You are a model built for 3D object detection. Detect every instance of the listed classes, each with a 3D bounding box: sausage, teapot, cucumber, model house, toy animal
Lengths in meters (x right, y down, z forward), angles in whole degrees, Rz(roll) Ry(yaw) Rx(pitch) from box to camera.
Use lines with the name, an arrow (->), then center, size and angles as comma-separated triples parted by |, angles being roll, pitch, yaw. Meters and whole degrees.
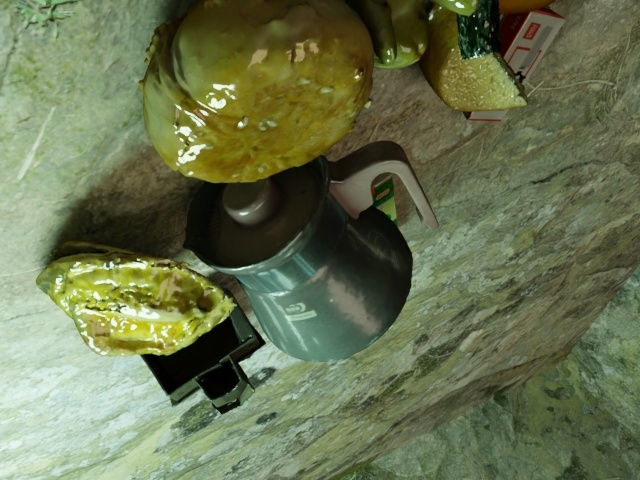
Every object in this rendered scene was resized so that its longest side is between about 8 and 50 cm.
sausage -> 0.330, -0.419, 1.086 | 0.238, 0.098, 0.098 | -21, 145, -39
teapot -> 0.000, 0.000, 1.093 | 0.375, 0.306, 0.362 | -27, 143, 13
cucumber -> 0.216, -0.406, 0.937 | 0.067, 0.067, 0.294 | -16, 108, -32
model house -> -0.210, 0.232, 1.296 | 0.211, 0.204, 0.243 | -33, 164, -10
toy animal -> 0.102, -0.314, 0.919 | 0.181, 0.180, 0.363 | -29, 149, -22

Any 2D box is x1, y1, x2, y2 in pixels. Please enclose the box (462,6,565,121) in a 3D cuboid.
box -> 0.355, -0.333, 1.270 | 0.122, 0.050, 0.229 | -6, 135, -41

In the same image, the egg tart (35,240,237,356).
egg tart -> -0.276, 0.106, 1.006 | 0.296, 0.132, 0.297 | 3, 153, 1

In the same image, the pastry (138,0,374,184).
pastry -> -0.084, -0.210, 0.851 | 0.284, 0.184, 0.315 | -2, 153, -37

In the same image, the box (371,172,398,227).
box -> 0.096, -0.040, 1.389 | 0.132, 0.034, 0.235 | -32, 147, -11

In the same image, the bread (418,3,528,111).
bread -> 0.238, -0.295, 1.123 | 0.134, 0.129, 0.260 | -32, 141, 26
